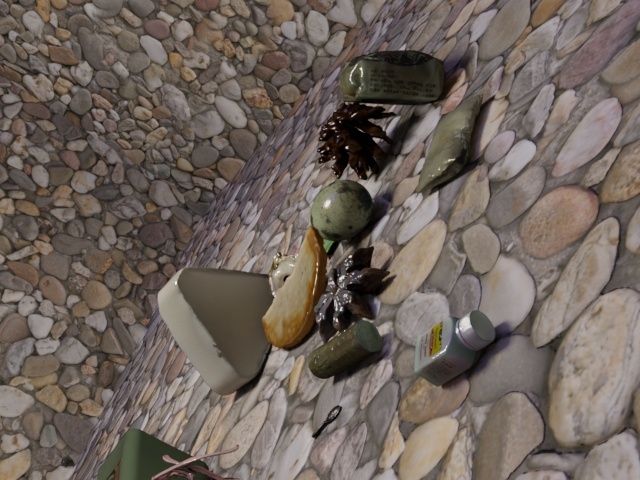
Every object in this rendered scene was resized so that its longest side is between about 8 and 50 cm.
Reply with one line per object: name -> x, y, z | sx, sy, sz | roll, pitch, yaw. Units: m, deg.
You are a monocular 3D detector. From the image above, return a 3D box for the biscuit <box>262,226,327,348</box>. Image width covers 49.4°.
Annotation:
biscuit -> -0.051, 0.139, 1.653 | 0.309, 0.040, 0.205 | -62, 28, 26

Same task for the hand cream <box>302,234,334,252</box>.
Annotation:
hand cream -> 0.000, 0.000, 1.864 | 0.095, 0.046, 0.175 | -56, 18, -10

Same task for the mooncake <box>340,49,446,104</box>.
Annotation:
mooncake -> 0.182, -0.427, 1.825 | 0.250, 0.254, 0.136 | -130, 42, -76

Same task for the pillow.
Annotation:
pillow -> 0.275, -0.207, 1.478 | 0.148, 0.050, 0.230 | -29, 28, 48

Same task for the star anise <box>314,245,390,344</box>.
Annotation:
star anise -> 0.047, 0.109, 1.466 | 0.230, 0.081, 0.262 | -67, 19, 0

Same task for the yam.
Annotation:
yam -> 0.046, 0.206, 1.303 | 0.169, 0.068, 0.068 | -40, 23, 47

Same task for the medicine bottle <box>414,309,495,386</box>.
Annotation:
medicine bottle -> 0.193, 0.151, 1.009 | 0.118, 0.055, 0.074 | -42, 20, 38

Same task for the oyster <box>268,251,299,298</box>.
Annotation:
oyster -> -0.074, 0.093, 1.826 | 0.163, 0.081, 0.191 | -45, 47, 25

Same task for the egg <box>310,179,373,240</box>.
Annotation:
egg -> 0.048, -0.069, 1.692 | 0.181, 0.141, 0.141 | -39, 23, 41

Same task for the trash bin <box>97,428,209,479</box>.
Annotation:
trash bin -> -0.355, 0.579, 1.456 | 0.158, 0.223, 0.343 | -54, 18, 6

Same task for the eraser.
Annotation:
eraser -> -0.229, 0.202, 1.845 | 0.150, 0.331, 0.331 | -42, 21, 44

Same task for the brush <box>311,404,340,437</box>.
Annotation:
brush -> 0.010, 0.330, 1.268 | 0.083, 0.008, 0.024 | -51, 20, 15

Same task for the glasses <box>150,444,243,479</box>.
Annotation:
glasses -> -0.246, 0.479, 1.365 | 0.162, 0.255, 0.095 | -57, -35, -68

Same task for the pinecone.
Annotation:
pinecone -> 0.093, -0.259, 1.842 | 0.229, 0.202, 0.201 | 171, 104, -67
